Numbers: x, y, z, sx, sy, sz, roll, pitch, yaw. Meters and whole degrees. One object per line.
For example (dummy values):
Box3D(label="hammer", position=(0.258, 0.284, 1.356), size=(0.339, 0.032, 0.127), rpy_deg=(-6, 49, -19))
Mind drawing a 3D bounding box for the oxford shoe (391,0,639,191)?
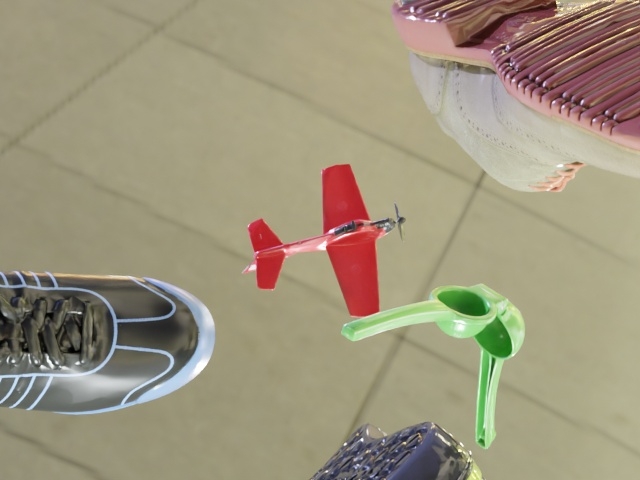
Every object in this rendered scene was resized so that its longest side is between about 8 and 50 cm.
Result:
Box3D(label="oxford shoe", position=(0.167, -0.089, 1.188), size=(0.123, 0.130, 0.348), rpy_deg=(-22, 26, -13))

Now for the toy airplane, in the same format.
Box3D(label="toy airplane", position=(0.000, 0.000, 1.514), size=(0.151, 0.151, 0.028), rpy_deg=(40, -8, 29))

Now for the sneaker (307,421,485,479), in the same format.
Box3D(label="sneaker", position=(0.038, 0.149, 0.853), size=(0.097, 0.084, 0.235), rpy_deg=(47, -12, -3))

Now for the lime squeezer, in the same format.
Box3D(label="lime squeezer", position=(0.110, 0.080, 1.482), size=(0.059, 0.110, 0.310), rpy_deg=(53, 7, 32))

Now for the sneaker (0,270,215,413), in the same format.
Box3D(label="sneaker", position=(-0.177, 0.056, 0.983), size=(0.232, 0.081, 0.090), rpy_deg=(-3, -7, 2))
